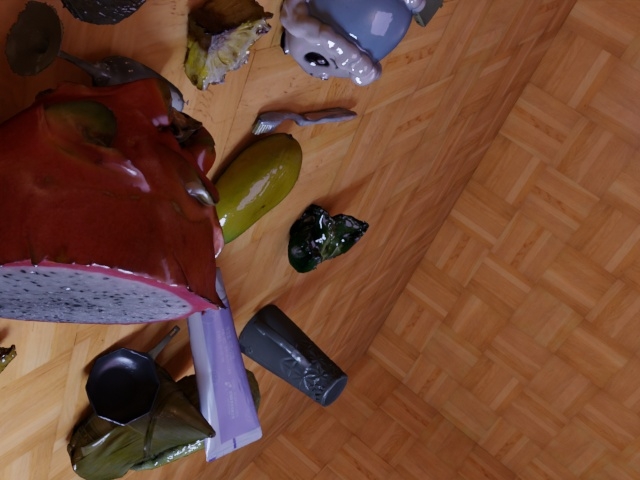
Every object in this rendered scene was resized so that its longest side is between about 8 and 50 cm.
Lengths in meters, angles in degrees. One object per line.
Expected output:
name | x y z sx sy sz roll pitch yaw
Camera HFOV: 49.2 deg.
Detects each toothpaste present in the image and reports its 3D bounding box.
toothpaste | -0.194 0.237 1.333 0.125 0.080 0.371 -18 105 -33

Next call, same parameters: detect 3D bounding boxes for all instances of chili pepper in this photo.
chili pepper | -0.006 -0.005 1.694 0.148 0.116 0.264 -48 167 27

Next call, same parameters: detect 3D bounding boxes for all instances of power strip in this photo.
power strip | 0.205 -0.479 1.384 0.076 0.028 0.169 -55 162 8

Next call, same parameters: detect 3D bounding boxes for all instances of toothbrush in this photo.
toothbrush | -0.014 -0.229 1.311 0.037 0.028 0.375 -54 164 28

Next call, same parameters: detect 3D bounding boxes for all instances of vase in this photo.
vase | -0.074 0.299 1.818 0.156 0.301 0.251 -49 154 -13

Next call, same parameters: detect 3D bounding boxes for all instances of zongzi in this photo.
zongzi | -0.336 0.379 1.299 0.251 0.274 0.125 -48 131 -11

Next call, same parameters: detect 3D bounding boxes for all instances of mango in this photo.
mango | -0.123 -0.088 1.204 0.237 0.091 0.137 -47 157 -18

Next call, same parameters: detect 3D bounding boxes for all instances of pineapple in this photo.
pineapple | -0.127 -0.252 0.883 0.137 0.069 0.116 -54 165 12

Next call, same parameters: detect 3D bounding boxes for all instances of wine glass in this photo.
wine glass | -0.228 -0.178 0.768 0.074 0.074 0.262 -55 164 7

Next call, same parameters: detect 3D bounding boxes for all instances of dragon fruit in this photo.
dragon fruit | -0.237 -0.041 0.701 0.305 0.305 0.226 60 29 -73

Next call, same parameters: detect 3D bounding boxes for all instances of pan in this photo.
pan | -0.333 0.252 1.280 0.202 0.128 0.048 -21 180 -38

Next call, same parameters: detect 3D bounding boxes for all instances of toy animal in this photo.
toy animal | 0.053 -0.331 1.059 0.204 0.156 0.208 -59 159 10

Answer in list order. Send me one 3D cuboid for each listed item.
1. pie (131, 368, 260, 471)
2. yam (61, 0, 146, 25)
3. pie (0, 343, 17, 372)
pie | -0.276 0.373 1.497 0.323 0.070 0.323 -21 -162 7
yam | -0.205 -0.273 0.579 0.107 0.107 0.183 -50 162 -10
pie | -0.480 0.198 0.931 0.170 0.034 0.092 -45 165 -3
